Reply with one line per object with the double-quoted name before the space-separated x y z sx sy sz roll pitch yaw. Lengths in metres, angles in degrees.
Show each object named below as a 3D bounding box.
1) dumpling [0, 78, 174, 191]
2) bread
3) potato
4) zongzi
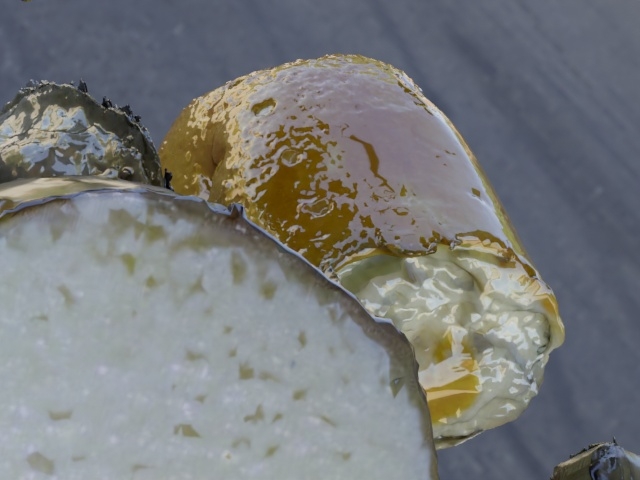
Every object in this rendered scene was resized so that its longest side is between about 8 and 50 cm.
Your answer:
"dumpling" -0.253 -0.051 1.594 0.086 0.332 0.166 -10 81 -45
"bread" 0.000 0.000 1.810 0.250 0.361 0.394 83 -12 -51
"potato" -0.181 0.144 1.292 0.442 0.385 0.319 21 -5 -24
"zongzi" 0.234 0.303 1.768 0.099 0.197 0.194 25 43 -42
